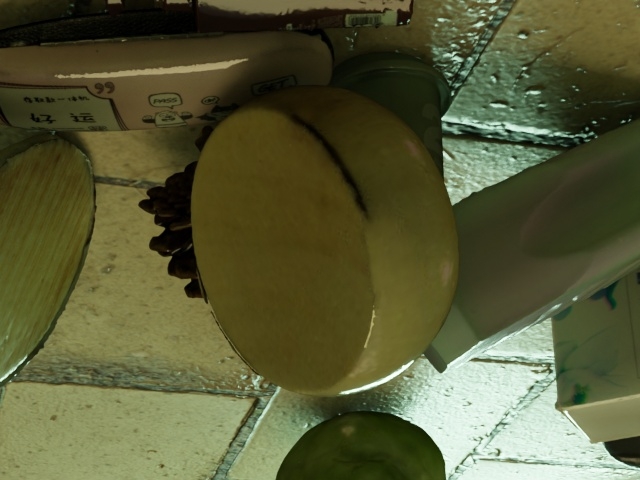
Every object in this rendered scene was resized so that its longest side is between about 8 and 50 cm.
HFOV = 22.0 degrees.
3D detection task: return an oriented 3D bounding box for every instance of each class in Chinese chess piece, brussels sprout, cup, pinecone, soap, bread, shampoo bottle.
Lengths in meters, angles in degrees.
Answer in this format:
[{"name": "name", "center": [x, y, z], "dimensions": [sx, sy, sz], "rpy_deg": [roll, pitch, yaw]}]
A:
[{"name": "Chinese chess piece", "center": [0.000, 0.000, 1.310], "dimensions": [0.097, 0.251, 0.251], "rpy_deg": [-17, 165, -38]}, {"name": "brussels sprout", "center": [0.066, 0.358, 2.126], "dimensions": [0.243, 0.273, 0.316], "rpy_deg": [-29, 154, 3]}, {"name": "cup", "center": [0.057, -0.080, 1.416], "dimensions": [0.120, 0.141, 0.120], "rpy_deg": [-2, 150, -1]}, {"name": "pinecone", "center": [-0.054, -0.005, 1.527], "dimensions": [0.186, 0.168, 0.212], "rpy_deg": [-6, 143, 39]}, {"name": "soap", "center": [0.193, 0.005, 1.443], "dimensions": [0.347, 0.115, 0.208], "rpy_deg": [-23, 168, -38]}, {"name": "bread", "center": [-0.289, 0.021, 1.497], "dimensions": [0.040, 0.267, 0.267], "rpy_deg": [23, 158, 17]}, {"name": "shampoo bottle", "center": [-0.048, -0.195, 1.273], "dimensions": [0.236, 0.067, 0.068], "rpy_deg": [0, 142, -2]}]

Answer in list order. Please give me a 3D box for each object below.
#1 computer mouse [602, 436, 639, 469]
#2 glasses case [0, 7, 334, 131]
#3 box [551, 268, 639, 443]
[{"name": "computer mouse", "center": [0.433, 0.181, 2.005], "dimensions": [0.168, 0.087, 0.295], "rpy_deg": [5, 140, 1]}, {"name": "glasses case", "center": [-0.145, -0.139, 1.356], "dimensions": [0.314, 0.075, 0.122], "rpy_deg": [-4, 158, 2]}, {"name": "box", "center": [0.376, 0.074, 1.661], "dimensions": [0.274, 0.203, 0.116], "rpy_deg": [-13, 149, 22]}]
